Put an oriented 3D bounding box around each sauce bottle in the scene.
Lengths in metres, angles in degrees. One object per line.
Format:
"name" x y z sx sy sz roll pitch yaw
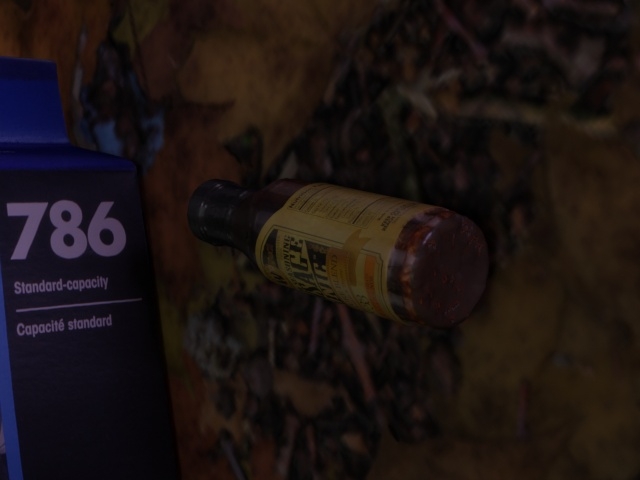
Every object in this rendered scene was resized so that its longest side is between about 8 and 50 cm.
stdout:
"sauce bottle" 0.000 0.000 0.398 0.128 0.042 0.042 13 102 47

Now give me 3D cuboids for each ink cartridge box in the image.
"ink cartridge box" -0.147 0.068 0.469 0.065 0.165 0.332 -16 82 46
